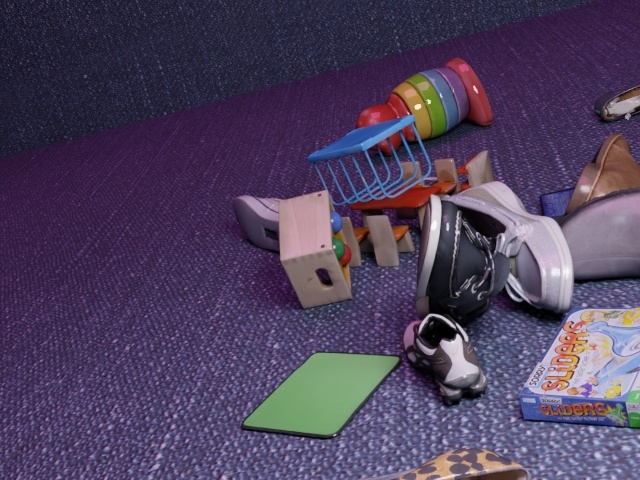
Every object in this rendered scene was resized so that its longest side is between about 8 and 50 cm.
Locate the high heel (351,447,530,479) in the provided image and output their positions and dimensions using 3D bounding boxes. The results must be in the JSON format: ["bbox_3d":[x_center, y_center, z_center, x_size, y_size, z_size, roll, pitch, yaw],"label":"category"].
[{"bbox_3d":[0.085,0.263,0.835,0.186,0.093,0.261,-16,10,21],"label":"high heel"}]

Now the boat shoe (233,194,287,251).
[{"bbox_3d":[-0.074,-0.039,1.789,0.088,0.096,0.267,-23,21,-28],"label":"boat shoe"}]

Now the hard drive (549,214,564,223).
[{"bbox_3d":[0.327,0.005,1.417,0.135,0.022,0.094,-13,35,13],"label":"hard drive"}]

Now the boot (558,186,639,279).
[{"bbox_3d":[0.456,0.020,1.184,0.338,0.118,0.223,-14,24,20],"label":"boot"}]

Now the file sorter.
[{"bbox_3d":[0.085,-0.128,1.568,0.118,0.104,0.170,-33,14,-28],"label":"file sorter"}]

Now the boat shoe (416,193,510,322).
[{"bbox_3d":[0.180,0.036,1.182,0.113,0.340,0.127,8,69,9],"label":"boat shoe"}]

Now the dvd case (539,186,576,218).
[{"bbox_3d":[0.484,-0.062,1.504,0.253,0.022,0.180,-12,19,13],"label":"dvd case"}]

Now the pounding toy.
[{"bbox_3d":[0.002,0.002,1.522,0.094,0.181,0.206,-13,47,10],"label":"pounding toy"}]

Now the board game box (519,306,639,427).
[{"bbox_3d":[0.325,0.139,1.072,0.136,0.035,0.201,-3,24,33],"label":"board game box"}]

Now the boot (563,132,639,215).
[{"bbox_3d":[0.460,-0.083,1.449,0.115,0.112,0.305,23,28,14],"label":"boot"}]

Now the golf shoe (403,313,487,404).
[{"bbox_3d":[0.149,0.123,1.175,0.077,0.094,0.198,-21,19,-10],"label":"golf shoe"}]

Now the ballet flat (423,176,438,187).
[{"bbox_3d":[0.195,-0.100,1.814,0.114,0.041,0.041,-14,20,9],"label":"ballet flat"}]

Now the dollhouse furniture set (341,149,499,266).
[{"bbox_3d":[0.174,-0.073,1.616,0.259,0.135,0.262,-1,25,37],"label":"dollhouse furniture set"}]

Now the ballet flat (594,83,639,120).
[{"bbox_3d":[0.659,-0.289,1.907,0.203,0.074,0.074,-17,19,19],"label":"ballet flat"}]

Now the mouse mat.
[{"bbox_3d":[0.003,0.196,1.222,0.152,0.007,0.189,-2,23,36],"label":"mouse mat"}]

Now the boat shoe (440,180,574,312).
[{"bbox_3d":[0.257,0.008,1.310,0.103,0.118,0.320,-9,29,-9],"label":"boat shoe"}]

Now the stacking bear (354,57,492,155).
[{"bbox_3d":[0.217,-0.291,2.157,0.289,0.164,0.175,-26,21,-12],"label":"stacking bear"}]
